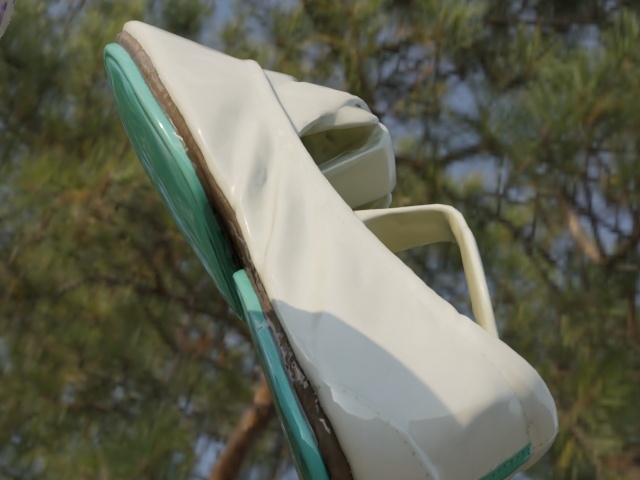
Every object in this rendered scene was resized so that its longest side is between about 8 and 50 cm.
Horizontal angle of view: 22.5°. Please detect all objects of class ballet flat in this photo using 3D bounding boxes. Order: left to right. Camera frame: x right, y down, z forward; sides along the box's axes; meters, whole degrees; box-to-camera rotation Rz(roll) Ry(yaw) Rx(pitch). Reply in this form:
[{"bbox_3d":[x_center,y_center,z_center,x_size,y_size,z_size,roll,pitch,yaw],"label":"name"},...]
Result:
[{"bbox_3d":[0.000,0.000,0.816,0.139,0.400,0.139,-12,-51,-16],"label":"ballet flat"}]

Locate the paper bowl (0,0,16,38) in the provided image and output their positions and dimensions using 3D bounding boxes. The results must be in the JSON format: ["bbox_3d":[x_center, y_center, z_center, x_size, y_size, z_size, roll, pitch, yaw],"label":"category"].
[{"bbox_3d":[-0.278,-0.122,0.653,0.284,0.148,0.284,15,-38,13],"label":"paper bowl"}]
